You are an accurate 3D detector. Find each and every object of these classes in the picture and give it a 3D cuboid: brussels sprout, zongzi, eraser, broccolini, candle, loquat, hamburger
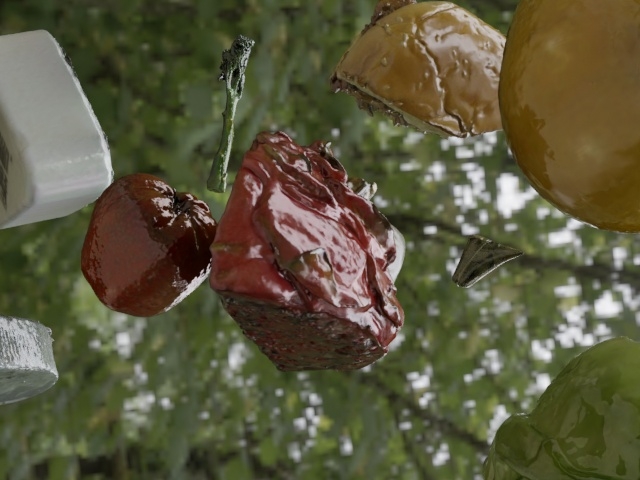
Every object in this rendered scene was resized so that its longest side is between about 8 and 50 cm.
[{"bbox_3d":[0.392,0.317,1.889,0.425,0.342,0.361,-47,179,15],"label":"brussels sprout"},{"bbox_3d":[0.227,0.038,2.083,0.083,0.040,0.076,22,-94,31],"label":"zongzi"},{"bbox_3d":[-0.454,-0.150,2.471,0.331,0.150,0.331,34,-49,51],"label":"eraser"},{"bbox_3d":[-0.146,-0.193,2.294,0.071,0.057,0.254,54,44,-59],"label":"broccolini"},{"bbox_3d":[-0.360,0.125,1.540,0.168,0.192,0.068,108,-35,-66],"label":"candle"},{"bbox_3d":[0.282,-0.132,1.282,0.275,0.275,0.275,175,-90,-70],"label":"loquat"},{"bbox_3d":[0.156,-0.214,1.991,0.155,0.282,0.245,27,-39,66],"label":"hamburger"}]

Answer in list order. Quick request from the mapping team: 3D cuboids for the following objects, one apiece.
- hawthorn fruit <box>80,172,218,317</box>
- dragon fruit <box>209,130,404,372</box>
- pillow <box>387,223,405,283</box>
[{"bbox_3d":[-0.171,0.011,1.512,0.138,0.133,0.133,-51,-141,20],"label":"hawthorn fruit"},{"bbox_3d":[0.011,0.003,1.464,0.317,0.152,0.205,57,38,-70],"label":"dragon fruit"},{"bbox_3d":[0.000,0.000,1.852,0.067,0.270,0.173,-22,-135,39],"label":"pillow"}]
